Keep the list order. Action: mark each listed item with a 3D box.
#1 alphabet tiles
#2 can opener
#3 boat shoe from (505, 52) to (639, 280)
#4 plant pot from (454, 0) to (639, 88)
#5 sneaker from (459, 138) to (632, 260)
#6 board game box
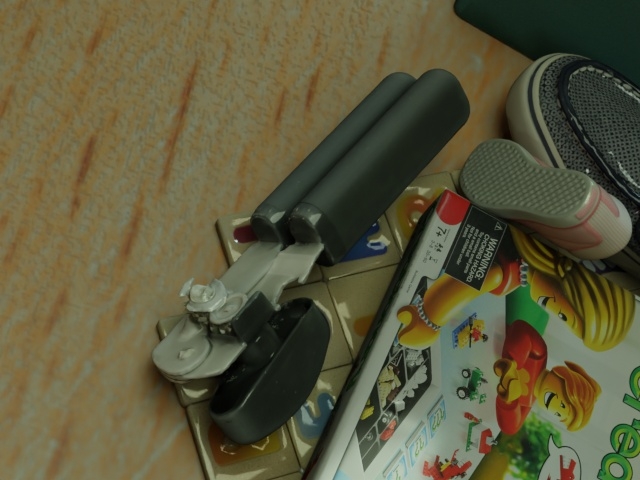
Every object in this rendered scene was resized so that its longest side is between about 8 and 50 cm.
[{"bbox_3d":[0.081,0.092,0.902,0.342,0.011,0.285,-12,72,-22],"label":"alphabet tiles"},{"bbox_3d":[0.000,0.000,0.881,0.280,0.074,0.093,-52,123,-27],"label":"can opener"},{"bbox_3d":[0.281,-0.019,0.921,0.340,0.158,0.127,46,58,2],"label":"boat shoe"},{"bbox_3d":[0.233,-0.233,0.962,0.165,0.234,0.166,31,62,-3],"label":"plant pot"},{"bbox_3d":[0.149,-0.023,0.917,0.070,0.134,0.051,34,87,-33],"label":"sneaker"},{"bbox_3d":[0.097,0.140,0.850,0.193,0.053,0.305,28,62,-5],"label":"board game box"}]
